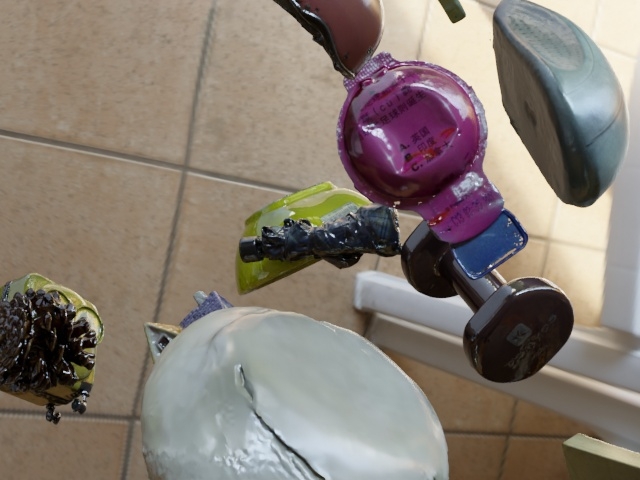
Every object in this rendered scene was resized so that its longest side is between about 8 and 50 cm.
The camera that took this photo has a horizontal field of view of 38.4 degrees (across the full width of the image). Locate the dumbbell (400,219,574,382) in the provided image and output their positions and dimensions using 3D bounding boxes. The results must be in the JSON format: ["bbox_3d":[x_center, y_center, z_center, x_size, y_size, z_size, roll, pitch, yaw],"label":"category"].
[{"bbox_3d":[0.200,0.060,1.136,0.124,0.225,0.140,30,105,-35],"label":"dumbbell"}]

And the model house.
[{"bbox_3d":[-0.134,0.110,1.017,0.100,0.088,0.100,-43,74,4],"label":"model house"}]

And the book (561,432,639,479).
[{"bbox_3d":[0.304,0.303,0.845,0.026,0.161,0.231,-18,97,-22],"label":"book"}]

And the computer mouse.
[{"bbox_3d":[0.316,-0.192,1.211,0.121,0.371,0.188,-16,130,-2],"label":"computer mouse"}]

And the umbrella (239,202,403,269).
[{"bbox_3d":[0.001,0.002,1.251,0.224,0.071,0.080,-8,79,9],"label":"umbrella"}]

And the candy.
[{"bbox_3d":[-0.025,0.193,0.788,0.295,0.296,0.185,15,126,-31],"label":"candy"}]

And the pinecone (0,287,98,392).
[{"bbox_3d":[-0.421,0.159,1.414,0.165,0.162,0.163,24,85,-47],"label":"pinecone"}]

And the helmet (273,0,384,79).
[{"bbox_3d":[0.006,-0.136,0.520,0.049,0.065,0.084,-44,93,5],"label":"helmet"}]

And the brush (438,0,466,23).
[{"bbox_3d":[0.152,-0.386,1.292,0.179,0.033,0.030,53,51,-17],"label":"brush"}]

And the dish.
[{"bbox_3d":[-0.025,-0.018,1.404,0.262,0.221,0.108,-25,88,-31],"label":"dish"}]

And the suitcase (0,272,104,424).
[{"bbox_3d":[-0.496,0.185,1.657,0.194,0.143,0.235,37,39,-44],"label":"suitcase"}]

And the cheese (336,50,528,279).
[{"bbox_3d":[0.111,-0.078,0.920,0.155,0.062,0.244,-36,87,1],"label":"cheese"}]
